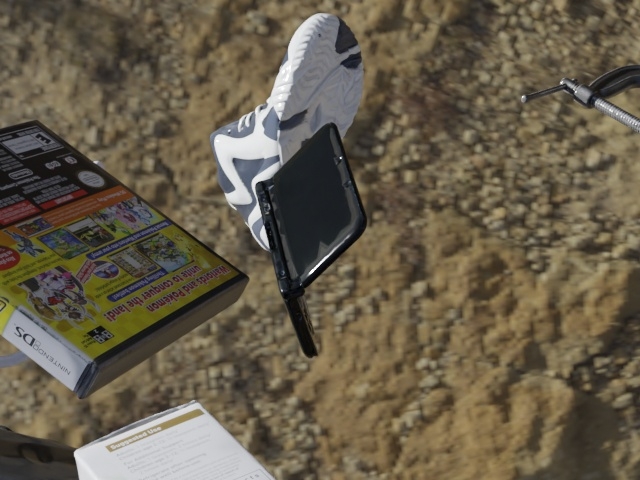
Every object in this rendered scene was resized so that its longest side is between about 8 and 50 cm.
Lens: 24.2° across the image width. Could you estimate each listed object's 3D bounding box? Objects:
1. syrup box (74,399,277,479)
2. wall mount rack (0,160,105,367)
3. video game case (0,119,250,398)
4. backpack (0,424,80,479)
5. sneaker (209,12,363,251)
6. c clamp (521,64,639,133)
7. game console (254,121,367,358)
[{"bbox_3d":[-0.053,0.201,0.887,0.237,0.096,0.093,36,138,47],"label":"syrup box"},{"bbox_3d":[-0.391,-0.047,1.556,0.304,0.130,0.350,-46,109,-12],"label":"wall mount rack"},{"bbox_3d":[-0.214,0.003,1.206,0.248,0.275,0.035,36,112,10],"label":"video game case"},{"bbox_3d":[-0.327,0.355,1.289,0.290,0.273,0.356,12,98,29],"label":"backpack"},{"bbox_3d":[-0.045,-0.115,1.417,0.153,0.094,0.235,33,127,45],"label":"sneaker"},{"bbox_3d":[0.271,-0.105,1.248,0.160,0.137,0.022,32,134,33],"label":"c clamp"},{"bbox_3d":[0.000,0.000,1.034,0.071,0.107,0.122,-17,41,2],"label":"game console"}]
